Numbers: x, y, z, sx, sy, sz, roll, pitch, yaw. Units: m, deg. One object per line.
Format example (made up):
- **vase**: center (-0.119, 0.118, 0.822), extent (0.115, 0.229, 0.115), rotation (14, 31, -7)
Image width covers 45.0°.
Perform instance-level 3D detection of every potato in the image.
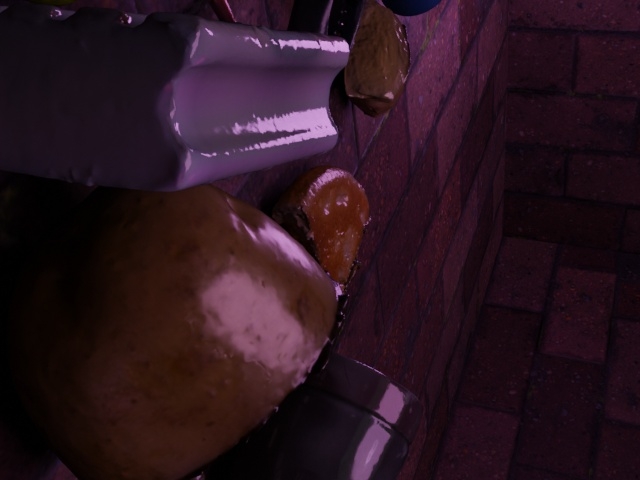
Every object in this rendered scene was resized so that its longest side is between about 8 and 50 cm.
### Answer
- **potato**: center (-0.139, 0.061, 0.647), extent (0.242, 0.285, 0.242), rotation (57, 9, -15)

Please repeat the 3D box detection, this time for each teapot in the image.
- **teapot**: center (-0.028, 0.339, 1.101), extent (0.312, 0.233, 0.315), rotation (-64, -179, -21)

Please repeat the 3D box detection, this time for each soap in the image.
- **soap**: center (-0.110, -0.127, 0.653), extent (0.347, 0.208, 0.115), rotation (-29, 127, -66)

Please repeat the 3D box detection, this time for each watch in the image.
- **watch**: center (0.009, -0.304, 1.042), extent (0.206, 0.068, 0.193), rotation (75, 35, -74)

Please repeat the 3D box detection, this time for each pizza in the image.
- **pizza**: center (0.000, 0.000, 1.172), extent (0.289, 0.081, 0.228), rotation (-17, 108, -67)

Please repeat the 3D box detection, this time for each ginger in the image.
- **ginger**: center (0.090, -0.303, 1.304), extent (0.122, 0.115, 0.193), rotation (105, -8, -74)

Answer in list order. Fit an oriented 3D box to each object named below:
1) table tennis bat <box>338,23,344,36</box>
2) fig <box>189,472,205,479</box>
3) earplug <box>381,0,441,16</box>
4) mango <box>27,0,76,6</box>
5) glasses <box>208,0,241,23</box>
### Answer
- **table tennis bat**: center (0.007, -0.359, 1.149), extent (0.154, 0.019, 0.098), rotation (55, 48, -58)
- **fig**: center (-0.140, 0.384, 0.883), extent (0.160, 0.143, 0.231), rotation (-57, -179, 29)
- **earplug**: center (0.117, -0.487, 1.241), extent (0.273, 0.132, 0.132), rotation (34, 66, -64)
- **mango**: center (-0.211, -0.206, 0.559), extent (0.073, 0.056, 0.108), rotation (64, 27, -1)
- **glasses**: center (-0.053, -0.315, 0.861), extent (0.268, 0.118, 0.234), rotation (57, 44, -61)
